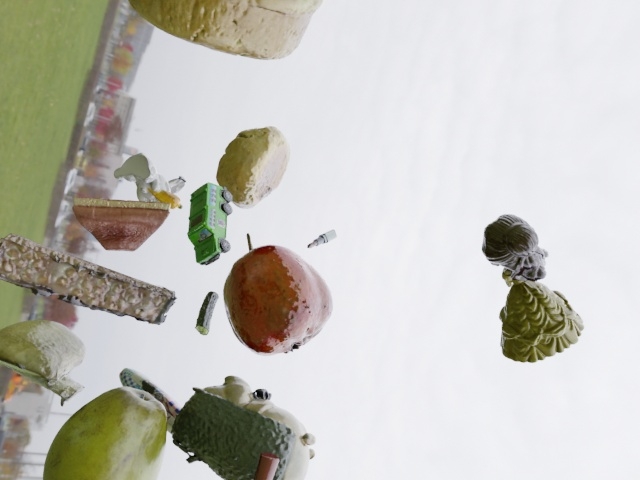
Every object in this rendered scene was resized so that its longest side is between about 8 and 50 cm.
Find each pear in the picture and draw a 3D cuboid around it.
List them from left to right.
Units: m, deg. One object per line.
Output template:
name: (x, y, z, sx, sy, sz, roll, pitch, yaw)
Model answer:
pear: (-0.485, 0.493, 1.240, 0.253, 0.253, 0.307, -9, -131, 63)

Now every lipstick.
lipstick: (0.000, 0.000, 1.396, 0.025, 0.107, 0.025, -17, -83, 43)

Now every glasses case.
glasses case: (-0.453, 0.481, 1.552, 0.076, 0.327, 0.125, -47, 160, -26)

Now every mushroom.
mushroom: (-0.794, 0.320, 1.549, 0.212, 0.292, 0.217, -48, 175, -34)

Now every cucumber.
cucumber: (-0.421, 0.265, 2.003, 0.058, 0.058, 0.187, -55, -162, 34)

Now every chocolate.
chocolate: (-0.432, 0.075, 1.009, 0.102, 0.329, 0.065, -49, -146, 27)

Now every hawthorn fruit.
hawthorn fruit: (-0.124, 0.125, 1.372, 0.287, 0.287, 0.330, -44, -113, 47)

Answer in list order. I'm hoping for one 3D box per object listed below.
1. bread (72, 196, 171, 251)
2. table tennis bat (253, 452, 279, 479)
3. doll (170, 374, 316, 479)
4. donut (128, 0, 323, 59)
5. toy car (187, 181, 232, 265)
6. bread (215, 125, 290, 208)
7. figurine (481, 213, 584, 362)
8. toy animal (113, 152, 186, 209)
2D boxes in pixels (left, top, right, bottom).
bread: (-0.424, -0.037, 1.149, 0.067, 0.193, 0.119, -111, -147, -49)
table tennis bat: (-0.153, 0.600, 1.122, 0.038, 0.200, 0.310, 157, -49, -79)
doll: (-0.185, 0.473, 1.326, 0.247, 0.350, 0.247, 18, 90, -77)
donut: (-0.130, -0.338, 0.724, 0.208, 0.262, 0.128, -102, -150, -48)
toy car: (-0.213, -0.033, 1.029, 0.071, 0.062, 0.165, -29, -130, 32)
bread: (-0.184, -0.199, 1.450, 0.244, 0.134, 0.244, -61, 172, -14)
figurine: (0.432, 0.084, 1.161, 0.187, 0.315, 0.168, -20, -157, 16)
toy animal: (-0.378, -0.134, 1.278, 0.181, 0.131, 0.127, 61, 35, -61)
